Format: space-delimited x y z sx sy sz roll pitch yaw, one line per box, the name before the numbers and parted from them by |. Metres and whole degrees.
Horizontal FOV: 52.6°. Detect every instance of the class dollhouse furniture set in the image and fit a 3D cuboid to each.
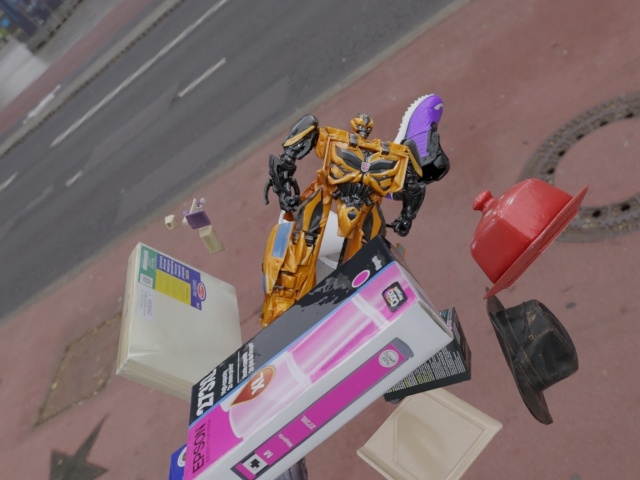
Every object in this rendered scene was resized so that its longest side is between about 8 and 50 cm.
dollhouse furniture set | -0.251 -0.027 1.342 0.091 0.114 0.081 -17 33 14

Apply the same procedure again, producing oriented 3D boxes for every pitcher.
pitcher | 0.000 0.000 1.544 0.125 0.207 0.177 -95 18 -46

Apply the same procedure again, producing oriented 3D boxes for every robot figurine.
robot figurine | 0.026 -0.014 0.811 0.085 0.211 0.291 -136 58 -71

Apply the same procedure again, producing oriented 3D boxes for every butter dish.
butter dish | 0.263 -0.024 0.898 0.160 0.118 0.160 -37 -18 -32

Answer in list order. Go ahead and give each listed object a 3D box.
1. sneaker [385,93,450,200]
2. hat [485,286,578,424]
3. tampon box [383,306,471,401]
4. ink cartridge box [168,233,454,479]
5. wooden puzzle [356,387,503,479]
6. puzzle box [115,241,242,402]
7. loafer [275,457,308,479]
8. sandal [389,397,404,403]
sneaker | 0.239 -0.202 1.479 0.146 0.102 0.293 20 69 30
hat | 0.492 0.234 1.455 0.134 0.331 0.331 -26 35 18
tampon box | 0.182 0.205 1.181 0.161 0.101 0.120 -19 9 16
ink cartridge box | -0.045 0.156 0.674 0.371 0.069 0.175 -42 20 8
wooden puzzle | 0.226 0.419 1.349 0.239 0.044 0.221 -40 36 -21
puzzle box | -0.295 0.182 1.410 0.052 0.272 0.409 -51 28 20
loafer | -0.069 0.436 1.143 0.109 0.095 0.302 -29 22 5
sandal | 0.119 0.267 1.372 0.054 0.097 0.254 -36 14 -7
